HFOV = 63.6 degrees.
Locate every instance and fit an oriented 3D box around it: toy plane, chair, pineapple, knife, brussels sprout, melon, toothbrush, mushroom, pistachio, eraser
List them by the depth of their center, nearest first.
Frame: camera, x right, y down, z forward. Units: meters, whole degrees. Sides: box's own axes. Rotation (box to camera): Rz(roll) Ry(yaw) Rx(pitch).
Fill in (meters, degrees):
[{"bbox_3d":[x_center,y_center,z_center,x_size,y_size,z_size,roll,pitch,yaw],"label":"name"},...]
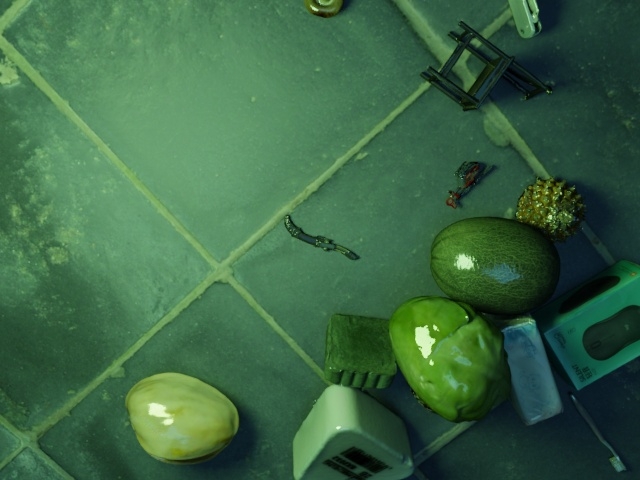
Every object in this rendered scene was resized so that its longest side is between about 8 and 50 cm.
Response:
[{"bbox_3d":[0.452,-0.600,1.189,0.040,0.073,0.266,-24,100,-3],"label":"knife"},{"bbox_3d":[0.026,-0.573,1.194,0.129,0.072,0.088,-28,87,41],"label":"mushroom"},{"bbox_3d":[0.382,-0.372,1.206,0.260,0.154,0.141,34,102,-4],"label":"chair"},{"bbox_3d":[0.301,0.268,1.209,0.247,0.328,0.328,-36,100,2],"label":"brussels sprout"},{"bbox_3d":[0.418,0.061,1.261,0.301,0.237,0.238,10,104,11],"label":"melon"},{"bbox_3d":[0.585,-0.064,1.279,0.161,0.137,0.176,18,102,-4],"label":"pineapple"},{"bbox_3d":[0.367,-0.149,1.315,0.060,0.037,0.145,35,97,-18],"label":"toy plane"},{"bbox_3d":[-0.004,0.005,1.363,0.222,0.021,0.046,29,99,-5],"label":"knife"},{"bbox_3d":[0.106,0.545,1.388,0.330,0.150,0.332,-4,130,-5],"label":"eraser"},{"bbox_3d":[-0.376,0.479,1.389,0.308,0.230,0.230,16,103,-8],"label":"pistachio"},{"bbox_3d":[0.792,0.554,1.482,0.029,0.025,0.307,-34,101,16],"label":"toothbrush"}]

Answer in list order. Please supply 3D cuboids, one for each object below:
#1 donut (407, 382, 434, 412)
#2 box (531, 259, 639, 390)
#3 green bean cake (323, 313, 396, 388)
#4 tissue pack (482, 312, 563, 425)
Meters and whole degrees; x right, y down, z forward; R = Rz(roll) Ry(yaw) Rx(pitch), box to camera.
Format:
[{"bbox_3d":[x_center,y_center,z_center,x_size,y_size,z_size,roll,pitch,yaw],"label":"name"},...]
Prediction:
[{"bbox_3d":[0.357,0.384,1.415,0.234,0.089,0.235,0,104,-1],"label":"donut"},{"bbox_3d":[0.736,0.223,1.357,0.311,0.118,0.205,-32,99,7],"label":"box"},{"bbox_3d":[0.102,0.291,1.343,0.183,0.185,0.094,8,127,-3],"label":"green bean cake"},{"bbox_3d":[0.511,0.301,1.335,0.124,0.201,0.271,-19,102,10],"label":"tissue pack"}]
